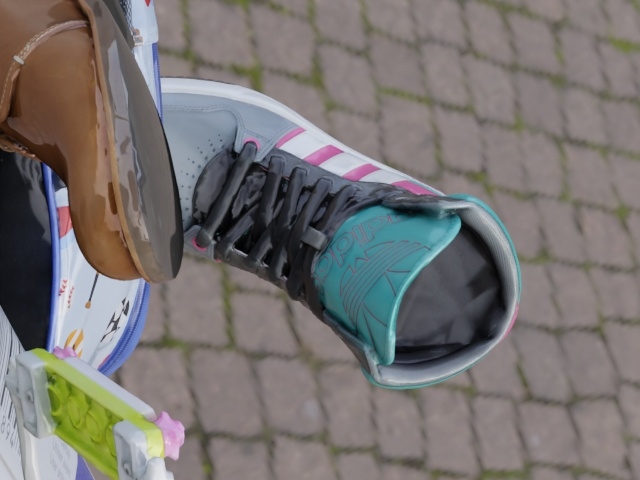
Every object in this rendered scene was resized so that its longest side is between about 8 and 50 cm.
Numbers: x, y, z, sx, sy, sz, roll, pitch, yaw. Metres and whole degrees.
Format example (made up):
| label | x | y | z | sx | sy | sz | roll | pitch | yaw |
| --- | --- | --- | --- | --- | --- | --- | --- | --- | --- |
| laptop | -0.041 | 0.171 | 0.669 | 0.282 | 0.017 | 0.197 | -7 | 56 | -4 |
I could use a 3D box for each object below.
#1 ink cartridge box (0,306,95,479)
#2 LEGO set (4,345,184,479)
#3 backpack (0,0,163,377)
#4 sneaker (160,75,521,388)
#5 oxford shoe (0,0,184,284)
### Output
| label | x | y | z | sx | sy | sz | roll | pitch | yaw |
| --- | --- | --- | --- | --- | --- | --- | --- | --- | --- |
| ink cartridge box | -0.272 | 0.096 | 0.828 | 0.324 | 0.330 | 0.071 | 78 | 16 | -59 |
| LEGO set | -0.124 | 0.090 | 0.550 | 0.132 | 0.287 | 0.107 | -32 | 125 | -50 |
| backpack | -0.199 | -0.033 | 0.943 | 0.213 | 0.276 | 0.263 | -12 | 102 | -62 |
| sneaker | 0.000 | 0.000 | 1.127 | 0.295 | 0.178 | 0.124 | 20 | 98 | -23 |
| oxford shoe | -0.098 | -0.050 | 0.690 | 0.212 | 0.076 | 0.076 | -115 | -173 | -49 |
